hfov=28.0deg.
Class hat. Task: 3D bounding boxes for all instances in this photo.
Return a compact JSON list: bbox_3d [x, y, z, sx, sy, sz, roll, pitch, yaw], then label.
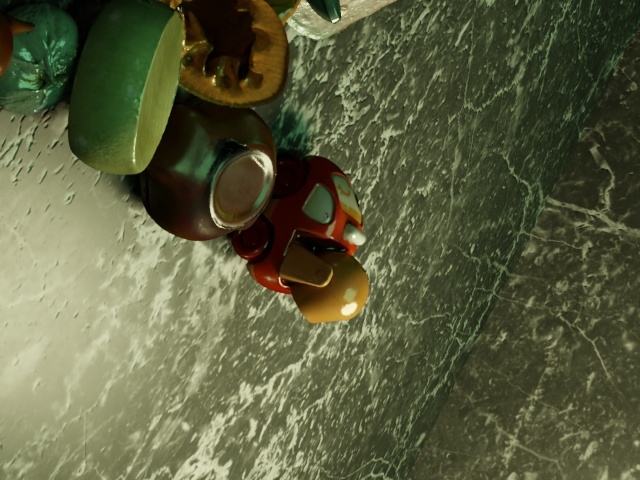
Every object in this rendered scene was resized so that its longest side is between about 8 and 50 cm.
[{"bbox_3d":[-0.120,-0.353,1.765,0.233,0.244,0.233,-40,-153,50],"label":"hat"}]

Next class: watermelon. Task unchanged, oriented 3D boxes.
[{"bbox_3d":[0.038,-0.436,1.897,0.318,0.226,0.148,113,-29,-66],"label":"watermelon"}]

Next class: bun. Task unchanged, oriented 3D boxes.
[{"bbox_3d":[-0.335,-0.212,1.529,0.141,0.083,0.140,-44,150,-34],"label":"bun"}]

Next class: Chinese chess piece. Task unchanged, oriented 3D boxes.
[{"bbox_3d":[-0.243,-0.199,1.623,0.238,0.092,0.237,16,90,-87],"label":"Chinese chess piece"}]

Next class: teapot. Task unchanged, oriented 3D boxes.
[{"bbox_3d":[-0.396,-0.207,1.410,0.173,0.116,0.116,-29,145,-10],"label":"teapot"}]

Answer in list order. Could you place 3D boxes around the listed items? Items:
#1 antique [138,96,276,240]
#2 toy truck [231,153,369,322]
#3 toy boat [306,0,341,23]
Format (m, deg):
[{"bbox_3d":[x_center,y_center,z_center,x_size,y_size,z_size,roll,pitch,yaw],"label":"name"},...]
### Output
[{"bbox_3d":[-0.163,-0.103,1.900,0.223,0.129,0.278,-58,151,-10],"label":"antique"},{"bbox_3d":[0.000,0.000,2.170,0.264,0.239,0.189,-64,155,-4],"label":"toy truck"},{"bbox_3d":[-0.002,-0.412,1.708,0.078,0.085,0.260,34,45,-73],"label":"toy boat"}]
